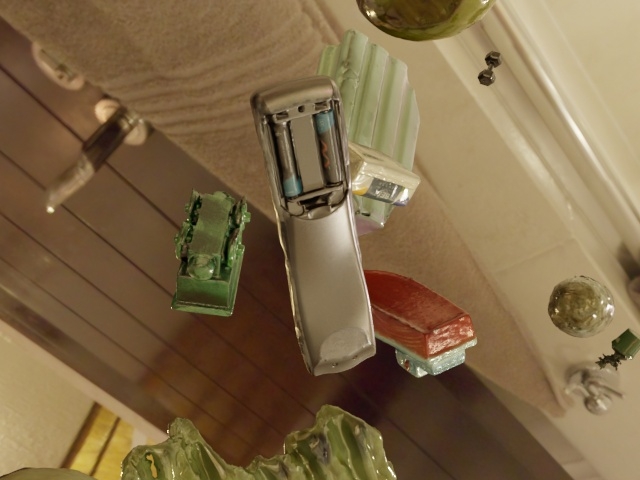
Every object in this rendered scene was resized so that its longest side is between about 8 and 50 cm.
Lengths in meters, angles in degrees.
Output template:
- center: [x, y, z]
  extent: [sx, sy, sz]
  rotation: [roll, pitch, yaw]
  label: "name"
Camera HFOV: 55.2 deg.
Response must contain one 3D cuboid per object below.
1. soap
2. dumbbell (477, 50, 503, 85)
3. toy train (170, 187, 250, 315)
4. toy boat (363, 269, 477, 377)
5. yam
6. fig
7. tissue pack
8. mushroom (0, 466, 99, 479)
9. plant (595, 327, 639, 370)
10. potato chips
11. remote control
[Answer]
- center: [0.094, -0.246, 1.471]
  extent: [0.156, 0.261, 0.445]
  rotation: [-16, -123, 49]
  label: "soap"
- center: [0.384, -0.389, 1.385]
  extent: [0.036, 0.040, 0.083]
  rotation: [5, -121, 38]
  label: "dumbbell"
- center: [-0.236, 0.013, 1.334]
  extent: [0.266, 0.145, 0.201]
  rotation: [-87, -173, -51]
  label: "toy train"
- center: [0.148, 0.156, 1.181]
  extent: [0.145, 0.133, 0.332]
  rotation: [-20, -155, -24]
  label: "toy boat"
- center: [0.516, 0.128, 1.217]
  extent: [0.133, 0.330, 0.133]
  rotation: [-3, -98, 25]
  label: "yam"
- center: [0.176, -0.417, 0.905]
  extent: [0.271, 0.239, 0.239]
  rotation: [-19, -175, -40]
  label: "fig"
- center: [0.047, -0.067, 0.599]
  extent: [0.062, 0.083, 0.042]
  rotation: [47, -65, 43]
  label: "tissue pack"
- center: [-0.248, 0.317, 0.562]
  extent: [0.164, 0.267, 0.189]
  rotation: [-3, -103, 17]
  label: "mushroom"
- center: [0.575, 0.218, 1.179]
  extent: [0.102, 0.051, 0.051]
  rotation: [-56, -160, 23]
  label: "plant"
- center: [-0.080, 0.359, 0.568]
  extent: [0.097, 0.373, 0.389]
  rotation: [13, -82, 48]
  label: "potato chips"
- center: [0.000, 0.000, 0.403]
  extent: [0.059, 0.212, 0.028]
  rotation: [-19, -152, -16]
  label: "remote control"
